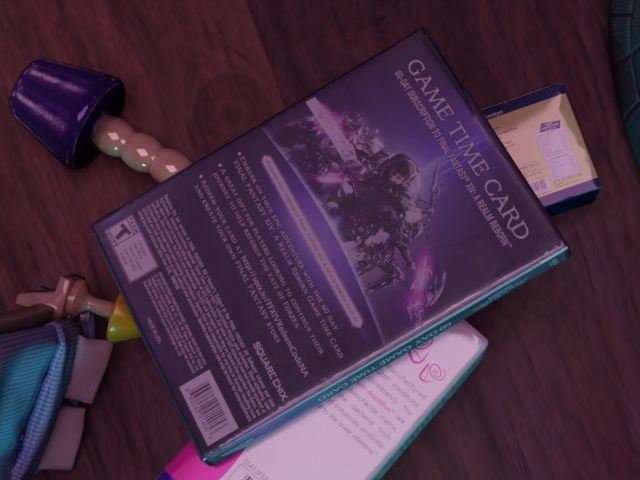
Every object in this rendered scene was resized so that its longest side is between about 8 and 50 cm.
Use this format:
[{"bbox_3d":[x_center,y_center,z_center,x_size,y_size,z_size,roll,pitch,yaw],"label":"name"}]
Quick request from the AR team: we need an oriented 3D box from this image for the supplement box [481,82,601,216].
[{"bbox_3d":[0.150,-0.058,1.077,0.083,0.056,0.083,-19,79,1],"label":"supplement box"}]

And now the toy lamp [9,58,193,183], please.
[{"bbox_3d":[-0.103,-0.051,1.086,0.275,0.080,0.080,30,83,6],"label":"toy lamp"}]

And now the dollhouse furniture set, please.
[{"bbox_3d":[-0.177,0.184,0.942,0.198,0.286,0.303,20,93,7],"label":"dollhouse furniture set"}]

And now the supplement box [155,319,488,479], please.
[{"bbox_3d":[0.005,0.123,1.028,0.111,0.114,0.220,41,86,11],"label":"supplement box"}]

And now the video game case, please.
[{"bbox_3d":[0.000,0.000,0.991,0.274,0.026,0.196,-30,65,2],"label":"video game case"}]

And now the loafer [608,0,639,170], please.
[{"bbox_3d":[0.289,-0.065,1.055,0.095,0.109,0.302,-9,77,-18],"label":"loafer"}]
